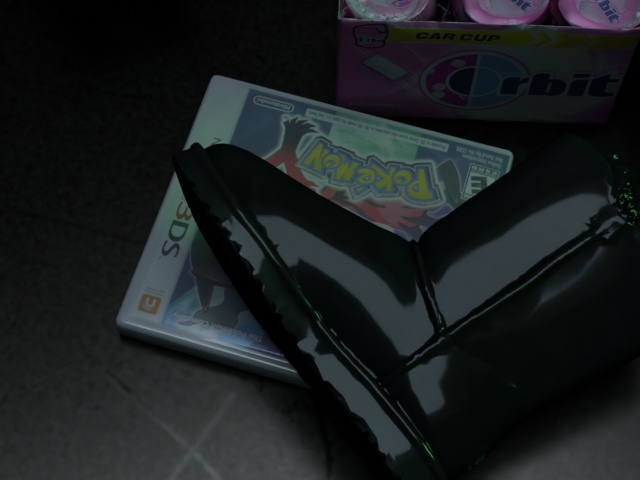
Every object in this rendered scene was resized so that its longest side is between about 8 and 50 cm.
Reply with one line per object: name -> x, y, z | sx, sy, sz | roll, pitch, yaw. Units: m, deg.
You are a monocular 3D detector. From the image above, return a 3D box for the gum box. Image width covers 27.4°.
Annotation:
gum box -> 0.104, -0.127, 0.818 | 0.188, 0.107, 0.062 | 2, 65, 0

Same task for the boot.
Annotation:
boot -> 0.063, 0.000, 0.735 | 0.207, 0.094, 0.246 | -35, 76, -12

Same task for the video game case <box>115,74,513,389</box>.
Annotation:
video game case -> 0.000, 0.000, 0.803 | 0.201, 0.023, 0.183 | 15, 66, 6
